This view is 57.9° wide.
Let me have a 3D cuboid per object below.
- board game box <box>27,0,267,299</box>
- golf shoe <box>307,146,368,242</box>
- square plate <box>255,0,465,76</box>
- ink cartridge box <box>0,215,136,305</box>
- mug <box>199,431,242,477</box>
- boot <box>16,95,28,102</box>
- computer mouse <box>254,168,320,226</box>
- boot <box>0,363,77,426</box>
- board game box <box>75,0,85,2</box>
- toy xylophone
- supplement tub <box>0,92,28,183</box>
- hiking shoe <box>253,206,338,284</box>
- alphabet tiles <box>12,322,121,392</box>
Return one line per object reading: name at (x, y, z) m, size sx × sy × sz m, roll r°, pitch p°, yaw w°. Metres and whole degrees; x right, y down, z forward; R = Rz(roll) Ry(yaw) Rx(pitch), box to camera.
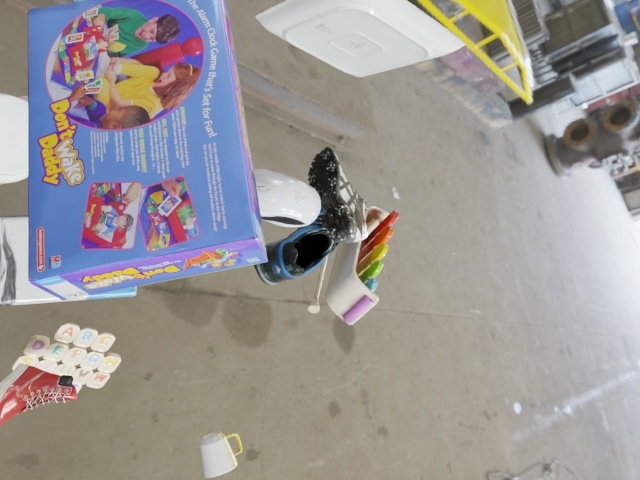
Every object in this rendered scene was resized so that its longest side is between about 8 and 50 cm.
board game box at (-0.203, -0.125, 0.665) m, size 0.078 × 0.234 × 0.347 m, roll 82°, pitch -3°, yaw -69°
golf shoe at (0.037, -0.083, 1.104) m, size 0.094 × 0.077 × 0.198 m, roll 12°, pitch 59°, yaw -48°
square plate at (0.082, -0.457, 1.297) m, size 0.344 × 0.347 × 0.049 m, roll 14°, pitch 83°, yaw -40°
ink cartridge box at (-0.455, 0.026, 0.895) m, size 0.308 × 0.223 × 0.128 m, roll -3°, pitch 93°, yaw -22°
mug at (-0.185, 0.378, 1.040) m, size 0.078 × 0.062 × 0.064 m, roll -8°, pitch 81°, yaw -76°
boot at (-0.950, -0.394, 1.808) m, size 0.190 × 0.086 × 0.069 m, roll -11°, pitch 47°, yaw -24°
computer mouse at (-0.093, -0.067, 0.756) m, size 0.193 × 0.042 × 0.106 m, roll 8°, pitch 71°, yaw -3°
boot at (-0.739, 0.412, 1.501) m, size 0.176 × 0.088 × 0.244 m, roll 16°, pitch 16°, yaw -8°
board game box at (-0.296, -0.532, 1.095) m, size 0.254 × 0.336 × 0.079 m, roll 38°, pitch 2°, yaw -4°
toy xylophone at (0.078, 0.058, 1.384) m, size 0.081 × 0.236 × 0.322 m, roll 32°, pitch 49°, yaw -13°
supplement tub at (-0.883, -0.269, 1.567) m, size 0.236 × 0.325 × 0.235 m, roll -2°, pitch 93°, yaw -39°
hiking shoe at (0.000, 0.000, 1.249) m, size 0.304 × 0.132 × 0.113 m, roll -42°, pitch 112°, yaw -37°
alphabet tiles at (-0.761, 0.371, 1.747) m, size 0.284 × 0.278 × 0.021 m, roll 27°, pitch 18°, yaw -39°
